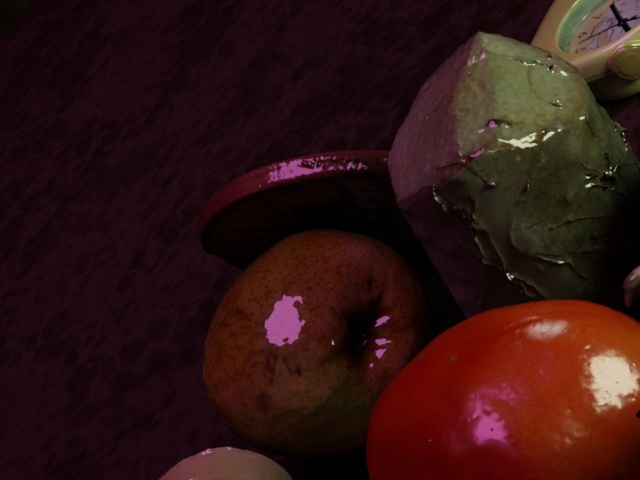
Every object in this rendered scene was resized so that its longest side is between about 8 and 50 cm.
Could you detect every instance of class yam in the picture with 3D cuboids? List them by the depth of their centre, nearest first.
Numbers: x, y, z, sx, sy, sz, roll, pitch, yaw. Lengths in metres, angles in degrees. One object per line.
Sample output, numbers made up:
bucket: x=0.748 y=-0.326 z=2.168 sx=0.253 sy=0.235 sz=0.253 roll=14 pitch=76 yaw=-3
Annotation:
yam: x=0.175 y=-0.026 z=1.507 sx=0.201 sy=0.271 sz=0.202 roll=-33 pitch=33 yaw=15

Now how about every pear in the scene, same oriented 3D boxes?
pear: x=0.006 y=0.092 z=1.648 sx=0.228 sy=0.188 sz=0.211 roll=-49 pitch=23 yaw=-20

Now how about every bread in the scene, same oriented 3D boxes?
bread: x=-0.085 y=0.271 z=1.562 sx=0.148 sy=0.134 sz=0.141 roll=-47 pitch=22 yaw=22

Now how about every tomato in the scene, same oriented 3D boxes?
tomato: x=0.151 y=0.149 z=1.367 sx=0.260 sy=0.180 sz=0.260 roll=-32 pitch=24 yaw=17

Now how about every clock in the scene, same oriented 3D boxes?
clock: x=0.317 y=-0.212 z=1.827 sx=0.232 sy=0.069 sz=0.170 roll=-11 pitch=38 yaw=46

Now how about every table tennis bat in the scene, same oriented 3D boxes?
table tennis bat: x=0.000 y=0.000 z=1.780 sx=0.414 sy=0.268 sz=0.051 roll=137 pitch=135 yaw=-60

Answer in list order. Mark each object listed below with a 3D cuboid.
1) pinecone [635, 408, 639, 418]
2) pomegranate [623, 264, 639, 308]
pinecone: x=0.316 y=0.119 z=1.155 sx=0.221 sy=0.221 sz=0.221 roll=-33 pitch=27 yaw=19
pomegranate: x=0.320 y=-0.019 z=1.386 sx=0.225 sy=0.187 sz=0.187 roll=-46 pitch=25 yaw=-11
